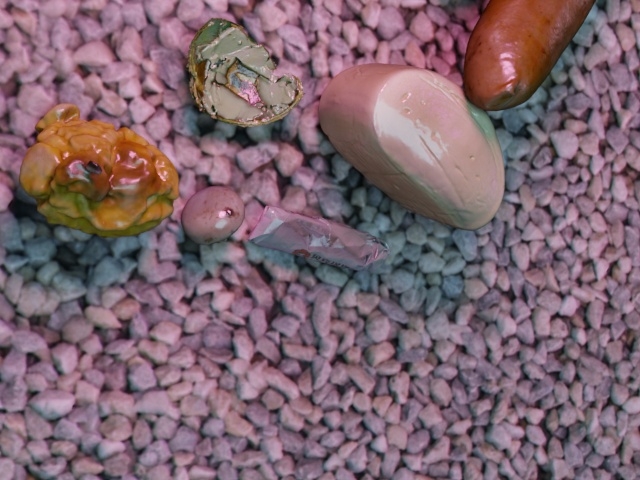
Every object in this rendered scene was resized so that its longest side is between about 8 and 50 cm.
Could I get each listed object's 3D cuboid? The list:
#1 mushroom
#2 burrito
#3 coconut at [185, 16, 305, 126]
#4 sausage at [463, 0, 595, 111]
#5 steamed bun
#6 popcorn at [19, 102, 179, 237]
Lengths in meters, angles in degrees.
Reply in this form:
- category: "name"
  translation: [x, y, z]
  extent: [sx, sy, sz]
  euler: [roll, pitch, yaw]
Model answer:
- category: "mushroom"
  translation: [-0.135, -0.025, 1.466]
  extent: [0.085, 0.085, 0.079]
  euler: [-39, 139, -12]
- category: "burrito"
  translation: [0.000, -0.001, 1.525]
  extent: [0.203, 0.064, 0.064]
  euler: [14, 93, -21]
- category: "coconut"
  translation: [-0.111, -0.210, 1.450]
  extent: [0.133, 0.055, 0.158]
  euler: [-40, 109, -10]
- category: "sausage"
  translation: [0.315, -0.341, 1.502]
  extent: [0.123, 0.136, 0.500]
  euler: [49, 59, -22]
- category: "steamed bun"
  translation: [0.134, -0.136, 1.478]
  extent: [0.250, 0.200, 0.154]
  euler: [39, 83, -25]
- category: "popcorn"
  translation: [-0.278, -0.075, 1.365]
  extent: [0.194, 0.163, 0.140]
  euler: [2, 120, -53]
